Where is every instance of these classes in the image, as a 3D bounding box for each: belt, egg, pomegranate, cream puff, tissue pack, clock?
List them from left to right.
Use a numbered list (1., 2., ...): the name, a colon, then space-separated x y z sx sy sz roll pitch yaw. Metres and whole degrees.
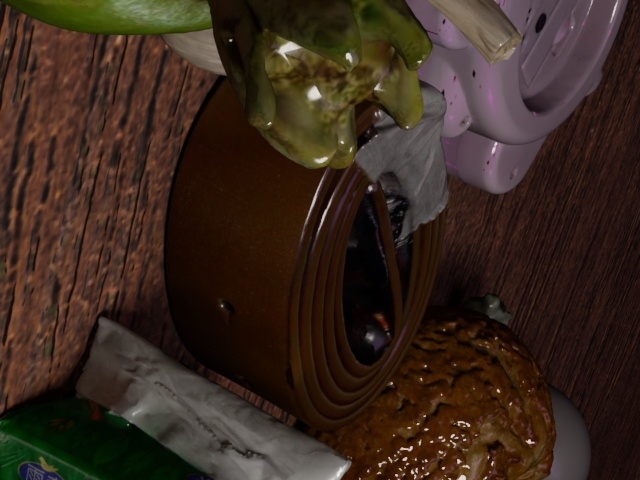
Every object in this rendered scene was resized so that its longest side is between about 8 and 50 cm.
1. tissue pack: -0.090 0.159 0.993 0.148 0.209 0.156 -15 125 -61
2. pomegranate: -0.043 -0.164 0.645 0.236 0.302 0.236 -29 158 -13
3. belt: 0.000 0.000 1.131 0.217 0.122 0.339 -50 154 -27
4. cream puff: 0.106 0.210 1.468 0.303 0.212 0.303 -42 144 -41
5. egg: 0.229 0.250 1.823 0.176 0.176 0.232 -57 163 -15
6. clock: 0.159 -0.214 1.262 0.295 0.113 0.322 -59 156 -10

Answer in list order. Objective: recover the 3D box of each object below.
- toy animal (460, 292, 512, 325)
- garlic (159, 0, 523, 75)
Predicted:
1. toy animal: 0.150 0.160 1.666 0.121 0.094 0.225 -34 134 -68
2. garlic: 0.025 -0.172 0.887 0.218 0.212 0.218 -52 161 -26
